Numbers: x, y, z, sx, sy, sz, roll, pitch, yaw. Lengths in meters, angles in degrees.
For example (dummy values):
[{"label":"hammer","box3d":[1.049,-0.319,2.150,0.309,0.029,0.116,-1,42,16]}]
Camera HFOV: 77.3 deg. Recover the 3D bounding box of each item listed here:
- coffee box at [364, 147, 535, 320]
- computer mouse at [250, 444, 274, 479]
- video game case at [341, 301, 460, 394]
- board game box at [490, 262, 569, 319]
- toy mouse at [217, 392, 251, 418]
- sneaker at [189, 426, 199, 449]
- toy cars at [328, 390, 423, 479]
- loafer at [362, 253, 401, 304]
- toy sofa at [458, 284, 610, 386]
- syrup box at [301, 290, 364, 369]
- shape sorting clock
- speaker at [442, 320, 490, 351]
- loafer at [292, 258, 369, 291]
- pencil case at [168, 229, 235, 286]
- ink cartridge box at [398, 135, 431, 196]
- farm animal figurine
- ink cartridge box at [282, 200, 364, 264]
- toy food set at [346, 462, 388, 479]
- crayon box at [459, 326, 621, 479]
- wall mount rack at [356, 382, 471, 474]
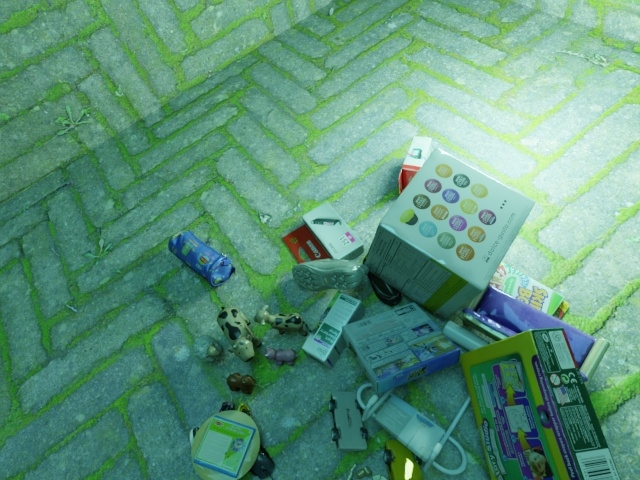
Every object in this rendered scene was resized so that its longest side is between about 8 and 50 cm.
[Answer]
[{"label":"coffee box","box3d":[0.379,-0.009,1.268,0.334,0.338,0.337,34,69,13]},{"label":"computer mouse","box3d":[-0.148,0.694,1.168,0.071,0.041,0.242,-42,58,-15]},{"label":"video game case","box3d":[0.235,0.315,1.216,0.270,0.061,0.244,-15,30,-15]},{"label":"board game box","box3d":[0.657,0.175,1.306,0.259,0.039,0.124,35,73,28]},{"label":"toy mouse","box3d":[-0.292,0.578,1.288,0.143,0.031,0.161,-32,55,-8]},{"label":"sneaker","box3d":[-0.342,0.658,1.238,0.077,0.072,0.178,-27,62,-18]},{"label":"toy cars","box3d":[0.149,0.593,1.125,0.394,0.087,0.176,33,36,32]},{"label":"loafer","box3d":[0.208,0.132,1.423,0.080,0.078,0.220,-30,55,-5]},{"label":"toy sofa","box3d":[0.603,0.260,1.160,0.363,0.177,0.150,30,82,30]},{"label":"syrup box","box3d":[0.046,0.300,1.345,0.093,0.096,0.236,23,64,28]},{"label":"shape sorting clock","box3d":[-0.284,0.619,1.205,0.206,0.040,0.206,-3,52,4]},{"label":"speaker","box3d":[0.454,0.307,1.257,0.136,0.055,0.055,28,68,28]},{"label":"loafer","box3d":[0.029,0.120,1.432,0.320,0.112,0.111,1,20,42]},{"label":"pencil case","box3d":[-0.485,0.065,1.625,0.306,0.119,0.133,30,93,29]},{"label":"ink cartridge box","box3d":[0.385,-0.293,1.625,0.078,0.134,0.231,13,62,22]},{"label":"farm animal figurine","box3d":[-0.241,0.327,1.355,0.327,0.172,0.330,32,70,30]},{"label":"ink cartridge box","box3d":[0.000,0.000,1.580,0.239,0.060,0.275,-32,55,-8]},{"label":"toy food set","box3d":[0.136,0.682,1.116,0.122,0.019,0.078,24,66,19]},{"label":"crayon box","box3d":[0.502,0.428,0.968,0.106,0.313,0.362,-1,64,-13]},{"label":"wall mount rack","box3d":[0.293,0.471,1.155,0.350,0.130,0.304,30,39,28]}]
